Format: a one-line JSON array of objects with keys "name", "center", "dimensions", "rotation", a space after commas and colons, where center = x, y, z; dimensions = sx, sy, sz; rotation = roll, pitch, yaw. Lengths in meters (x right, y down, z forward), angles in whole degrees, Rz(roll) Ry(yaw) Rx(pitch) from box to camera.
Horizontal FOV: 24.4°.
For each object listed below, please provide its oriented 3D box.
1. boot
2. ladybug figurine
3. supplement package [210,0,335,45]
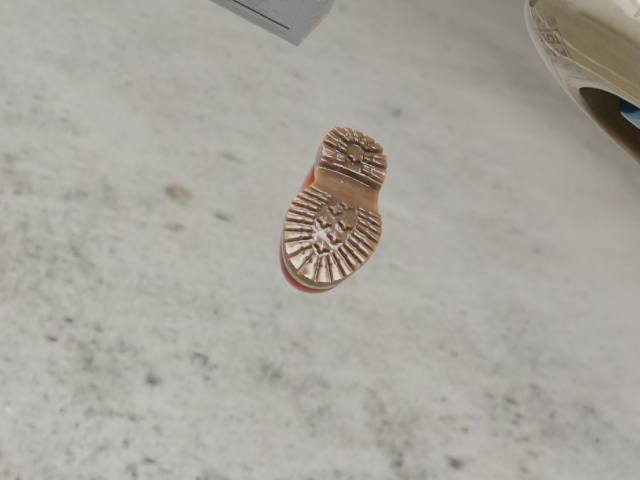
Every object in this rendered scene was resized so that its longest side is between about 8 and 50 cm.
[{"name": "boot", "center": [0.000, 0.000, 0.946], "dimensions": [0.059, 0.084, 0.158], "rotation": [28, 33, -4]}, {"name": "ladybug figurine", "center": [0.385, -0.135, 1.410], "dimensions": [0.449, 0.162, 0.305], "rotation": [39, -2, -20]}, {"name": "supplement package", "center": [-0.020, -0.375, 1.710], "dimensions": [0.139, 0.244, 0.134], "rotation": [29, 31, 4]}]
